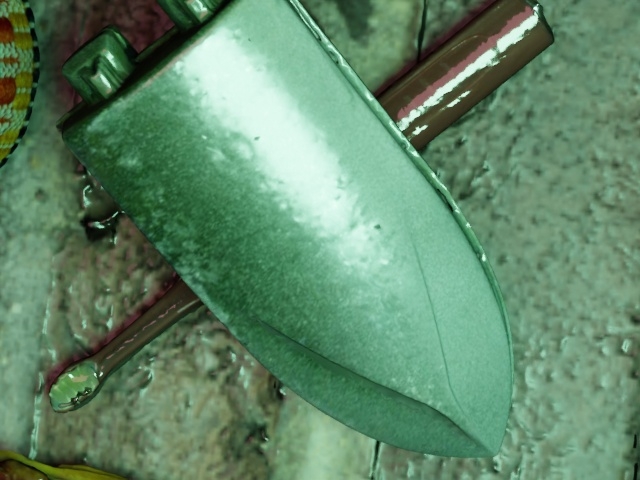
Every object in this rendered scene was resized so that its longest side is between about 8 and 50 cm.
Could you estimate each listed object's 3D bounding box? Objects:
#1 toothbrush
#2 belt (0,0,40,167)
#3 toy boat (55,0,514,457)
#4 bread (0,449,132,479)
[{"bbox_3d":[-0.018,-0.018,0.902,0.364,0.041,0.041,-38,81,8],"label":"toothbrush"},{"bbox_3d":[-0.299,-0.122,0.913,0.257,0.150,0.207,34,104,12],"label":"belt"},{"bbox_3d":[0.000,0.000,0.844,0.141,0.092,0.319,-37,104,7],"label":"toy boat"},{"bbox_3d":[-0.126,0.300,0.846,0.277,0.167,0.324,15,90,12],"label":"bread"}]
